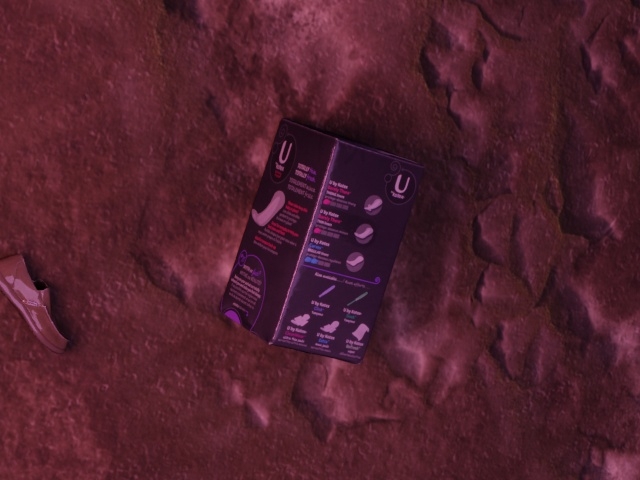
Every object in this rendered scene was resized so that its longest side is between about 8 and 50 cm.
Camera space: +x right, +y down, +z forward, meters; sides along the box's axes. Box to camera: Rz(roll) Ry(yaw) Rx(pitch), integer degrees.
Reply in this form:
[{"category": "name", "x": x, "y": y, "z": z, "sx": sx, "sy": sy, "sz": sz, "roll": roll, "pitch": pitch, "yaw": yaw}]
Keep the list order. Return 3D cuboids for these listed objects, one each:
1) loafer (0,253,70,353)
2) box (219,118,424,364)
[{"category": "loafer", "x": -0.346, "y": 0.077, "z": 1.955, "sx": 0.050, "sy": 0.056, "sz": 0.148, "roll": -38, "pitch": 118, "yaw": -8}, {"category": "box", "x": 0.000, "y": 0.000, "z": 2.060, "sx": 0.143, "sy": 0.165, "sz": 0.270, "roll": 15, "pitch": 96, "yaw": -30}]
